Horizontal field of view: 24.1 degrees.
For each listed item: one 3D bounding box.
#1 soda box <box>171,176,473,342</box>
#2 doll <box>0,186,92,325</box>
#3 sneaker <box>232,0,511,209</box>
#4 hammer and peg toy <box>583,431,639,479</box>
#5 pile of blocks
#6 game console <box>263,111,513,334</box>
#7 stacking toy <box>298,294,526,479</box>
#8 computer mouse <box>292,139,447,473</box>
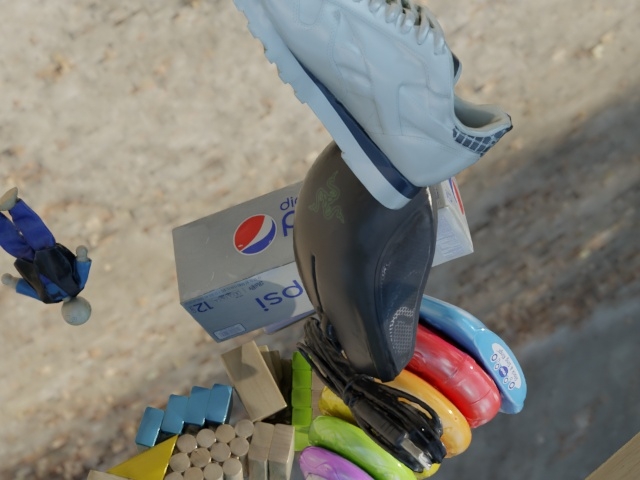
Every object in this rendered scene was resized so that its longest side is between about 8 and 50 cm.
[{"bbox_3d":[0.000,0.000,1.492,0.286,0.098,0.091,-21,142,13],"label":"soda box"},{"bbox_3d":[-0.341,0.027,1.813,0.129,0.189,0.046,-24,-155,25],"label":"doll"},{"bbox_3d":[0.022,-0.126,0.917,0.095,0.090,0.235,-29,126,20],"label":"sneaker"},{"bbox_3d":[0.231,0.252,0.897,0.127,0.266,0.361,16,125,-48],"label":"hammer and peg toy"},{"bbox_3d":[-0.087,0.207,1.584,0.362,0.149,0.112,-20,156,-11],"label":"pile of blocks"},{"bbox_3d":[0.073,-0.017,1.739,0.250,0.173,0.293,-11,172,-26],"label":"game console"},{"bbox_3d":[0.040,0.196,1.373,0.302,0.166,0.175,-54,135,-19],"label":"stacking toy"},{"bbox_3d":[0.026,0.038,1.136,0.072,0.188,0.272,-18,129,-28],"label":"computer mouse"}]
